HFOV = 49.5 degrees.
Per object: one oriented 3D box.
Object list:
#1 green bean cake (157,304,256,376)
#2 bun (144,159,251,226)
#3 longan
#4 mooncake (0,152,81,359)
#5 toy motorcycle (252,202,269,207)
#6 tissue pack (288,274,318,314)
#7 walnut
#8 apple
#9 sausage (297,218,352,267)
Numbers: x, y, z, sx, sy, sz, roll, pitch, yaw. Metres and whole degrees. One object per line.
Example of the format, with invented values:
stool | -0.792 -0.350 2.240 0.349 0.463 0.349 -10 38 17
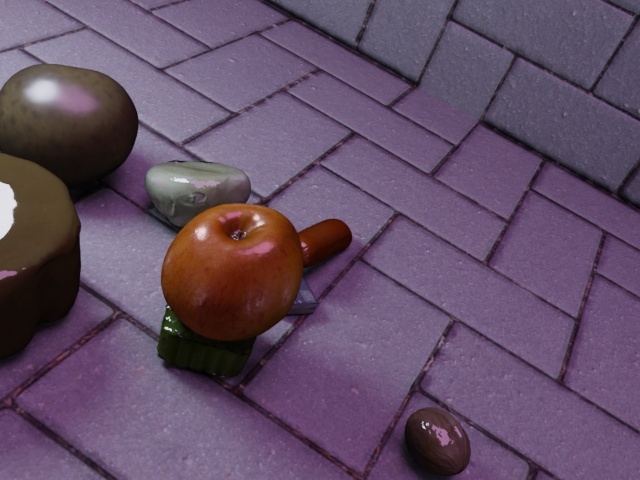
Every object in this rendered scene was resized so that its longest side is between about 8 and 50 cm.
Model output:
green bean cake | -0.256 0.200 1.589 0.214 0.113 0.200 17 34 -10
bun | -0.330 -0.115 1.894 0.283 0.179 0.283 6 17 -2
longan | -0.669 -0.302 1.832 0.361 0.361 0.361 15 38 -12
mooncake | -0.731 0.019 1.437 0.467 0.262 0.467 14 40 -12
toy motorcycle | -0.196 -0.005 1.866 0.187 0.124 0.274 11 30 5
tissue pack | -0.086 0.125 1.826 0.112 0.051 0.156 0 42 -33
walnut | 0.260 0.448 1.548 0.140 0.140 0.162 -4 56 -32
apple | -0.183 0.059 1.487 0.299 0.275 0.299 13 40 -11
sausage | 0.001 0.000 1.955 0.097 0.094 0.348 37 27 14
